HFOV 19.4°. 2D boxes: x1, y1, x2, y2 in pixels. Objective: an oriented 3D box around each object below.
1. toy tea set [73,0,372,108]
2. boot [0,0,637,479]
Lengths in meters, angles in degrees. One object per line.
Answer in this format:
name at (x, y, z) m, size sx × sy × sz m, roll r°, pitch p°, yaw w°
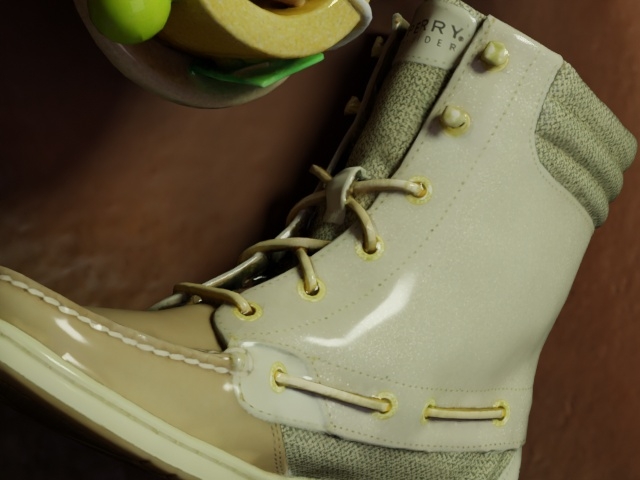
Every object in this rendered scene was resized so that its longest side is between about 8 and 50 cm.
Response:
toy tea set at (0.011, -0.150, 0.467) m, size 0.336 × 0.124 × 0.200 m, roll -45°, pitch 115°, yaw -33°
boot at (0.000, 0.000, 0.557) m, size 0.213 × 0.077 × 0.165 m, roll 25°, pitch 86°, yaw -38°
